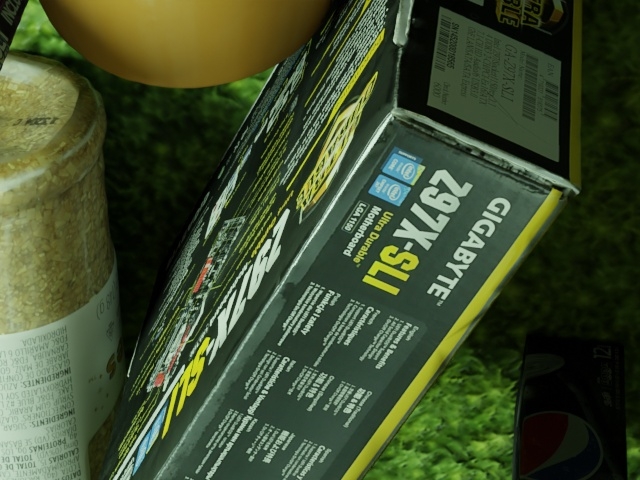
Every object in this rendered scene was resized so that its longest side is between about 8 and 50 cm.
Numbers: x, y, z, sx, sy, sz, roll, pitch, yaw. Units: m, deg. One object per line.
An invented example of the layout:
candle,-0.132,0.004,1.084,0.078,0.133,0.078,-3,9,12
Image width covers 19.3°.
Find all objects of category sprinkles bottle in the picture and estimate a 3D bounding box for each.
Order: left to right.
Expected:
sprinkles bottle,-0.157,0.079,0.975,0.121,0.121,0.355,3,128,5

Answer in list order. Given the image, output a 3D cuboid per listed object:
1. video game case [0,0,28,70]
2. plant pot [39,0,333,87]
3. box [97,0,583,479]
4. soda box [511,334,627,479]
video game case,-0.211,-0.130,0.747,0.042,0.232,0.210,-33,117,26
plant pot,-0.056,-0.167,0.734,0.205,0.205,0.188,6,144,3
box,0.000,0.000,0.805,0.079,0.257,0.322,24,127,-12
soda box,0.123,0.124,0.941,0.053,0.169,0.060,6,129,3
